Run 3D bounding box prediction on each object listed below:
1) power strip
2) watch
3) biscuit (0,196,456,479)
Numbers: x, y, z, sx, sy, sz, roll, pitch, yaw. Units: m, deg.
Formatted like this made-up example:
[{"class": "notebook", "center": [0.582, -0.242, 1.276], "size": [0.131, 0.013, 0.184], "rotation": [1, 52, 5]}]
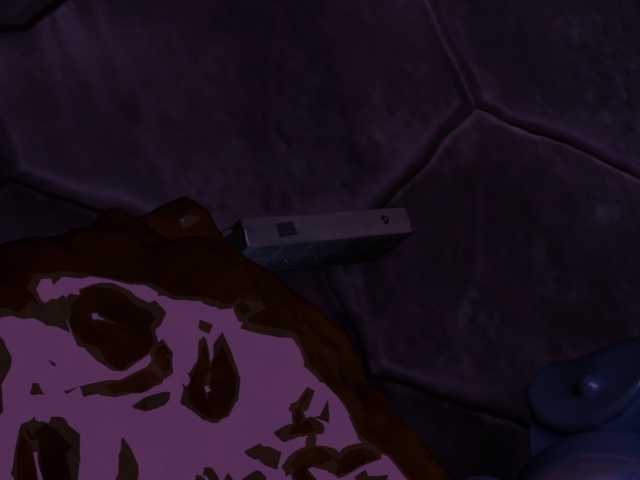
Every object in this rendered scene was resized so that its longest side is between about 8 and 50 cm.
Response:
[{"class": "power strip", "center": [0.000, 0.000, 0.974], "size": [0.136, 0.051, 0.019], "rotation": [-4, 68, -33]}, {"class": "watch", "center": [0.189, 0.151, 0.930], "size": [0.211, 0.211, 0.193], "rotation": [48, 31, 4]}, {"class": "biscuit", "center": [-0.120, 0.189, 0.654], "size": [0.395, 0.166, 0.343], "rotation": [-31, 81, -23]}]
